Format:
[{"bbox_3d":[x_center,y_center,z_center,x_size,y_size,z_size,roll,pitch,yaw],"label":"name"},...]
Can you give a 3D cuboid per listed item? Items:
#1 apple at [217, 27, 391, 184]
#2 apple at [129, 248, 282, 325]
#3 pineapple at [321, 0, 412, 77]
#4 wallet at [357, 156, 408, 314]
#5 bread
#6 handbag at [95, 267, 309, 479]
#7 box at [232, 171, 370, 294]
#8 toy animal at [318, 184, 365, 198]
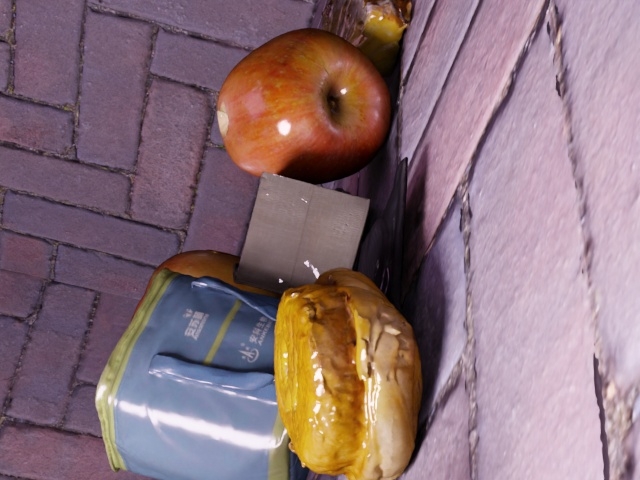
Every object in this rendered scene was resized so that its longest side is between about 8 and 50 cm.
[{"bbox_3d":[-0.033,-0.183,1.573,0.241,0.242,0.242,-16,58,55],"label":"apple"},{"bbox_3d":[-0.183,0.185,1.946,0.338,0.305,0.338,14,-90,-84],"label":"apple"},{"bbox_3d":[0.067,-0.322,1.680,0.236,0.115,0.186,-124,48,-75],"label":"pineapple"},{"bbox_3d":[0.059,0.084,1.308,0.323,0.041,0.247,105,175,-53],"label":"wallet"},{"bbox_3d":[0.024,0.135,1.085,0.236,0.120,0.198,-135,43,-71],"label":"bread"},{"bbox_3d":[-0.114,0.175,1.309,0.222,0.241,0.263,91,-166,-45],"label":"handbag"},{"bbox_3d":[-0.022,0.001,1.470,0.231,0.155,0.148,22,-98,-87],"label":"box"},{"bbox_3d":[-0.008,-0.015,1.777,0.367,0.081,0.205,114,158,-43],"label":"toy animal"}]
